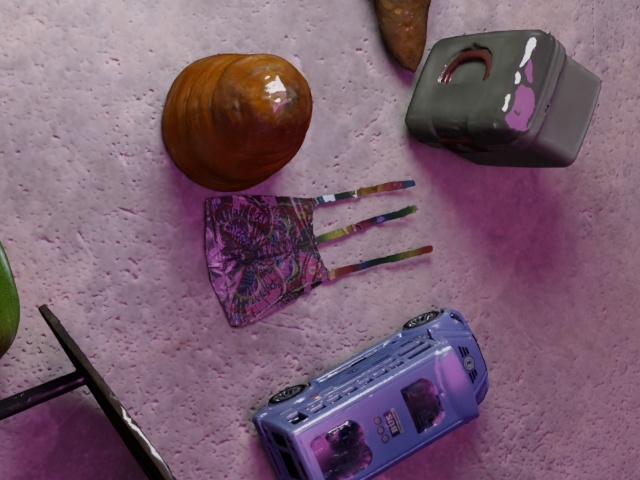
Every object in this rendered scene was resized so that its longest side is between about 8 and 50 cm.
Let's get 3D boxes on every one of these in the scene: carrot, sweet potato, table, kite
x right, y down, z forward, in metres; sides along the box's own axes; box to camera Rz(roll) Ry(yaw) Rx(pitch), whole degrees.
[{"bbox_3d":[-0.068,-0.139,1.331,0.159,0.225,0.159,1,86,-21],"label":"carrot"},{"bbox_3d":[0.101,-0.373,1.467,0.114,0.092,0.341,7,86,-59],"label":"sweet potato"},{"bbox_3d":[-0.268,0.274,1.197,0.249,0.317,0.317,-34,104,-14],"label":"table"},{"bbox_3d":[0.000,0.000,1.474,0.285,0.015,0.152,-13,99,-21],"label":"kite"}]

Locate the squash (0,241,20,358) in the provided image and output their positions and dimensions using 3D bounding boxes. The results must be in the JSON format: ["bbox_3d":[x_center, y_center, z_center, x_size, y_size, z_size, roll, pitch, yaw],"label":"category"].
[{"bbox_3d":[-0.406,-0.051,1.236,0.107,0.107,0.395,-32,103,-21],"label":"squash"}]

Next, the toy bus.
[{"bbox_3d":[0.080,0.189,1.445,0.292,0.133,0.125,-26,101,-22],"label":"toy bus"}]

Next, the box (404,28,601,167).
[{"bbox_3d":[0.212,-0.163,1.464,0.129,0.210,0.148,25,81,-30],"label":"box"}]
